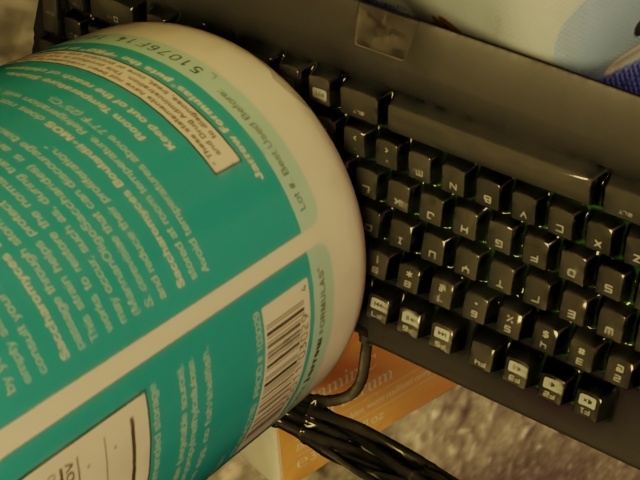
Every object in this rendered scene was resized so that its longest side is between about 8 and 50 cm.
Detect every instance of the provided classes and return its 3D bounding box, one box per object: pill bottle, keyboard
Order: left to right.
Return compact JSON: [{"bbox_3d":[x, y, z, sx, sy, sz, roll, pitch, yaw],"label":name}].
[{"bbox_3d":[-0.109,0.036,0.403,0.264,0.146,0.146,-33,137,-51],"label":"pill bottle"},{"bbox_3d":[0.014,0.016,0.500,0.033,0.317,0.201,-32,135,-43],"label":"keyboard"}]

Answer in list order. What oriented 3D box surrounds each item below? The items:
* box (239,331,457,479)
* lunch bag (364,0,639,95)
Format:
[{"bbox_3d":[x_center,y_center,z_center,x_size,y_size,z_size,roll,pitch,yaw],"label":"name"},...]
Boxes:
[{"bbox_3d":[0.000,0.000,0.641,0.130,0.091,0.170,-27,132,-28],"label":"box"},{"bbox_3d":[0.155,-0.271,0.509,0.385,0.239,0.328,-26,130,-20],"label":"lunch bag"}]
